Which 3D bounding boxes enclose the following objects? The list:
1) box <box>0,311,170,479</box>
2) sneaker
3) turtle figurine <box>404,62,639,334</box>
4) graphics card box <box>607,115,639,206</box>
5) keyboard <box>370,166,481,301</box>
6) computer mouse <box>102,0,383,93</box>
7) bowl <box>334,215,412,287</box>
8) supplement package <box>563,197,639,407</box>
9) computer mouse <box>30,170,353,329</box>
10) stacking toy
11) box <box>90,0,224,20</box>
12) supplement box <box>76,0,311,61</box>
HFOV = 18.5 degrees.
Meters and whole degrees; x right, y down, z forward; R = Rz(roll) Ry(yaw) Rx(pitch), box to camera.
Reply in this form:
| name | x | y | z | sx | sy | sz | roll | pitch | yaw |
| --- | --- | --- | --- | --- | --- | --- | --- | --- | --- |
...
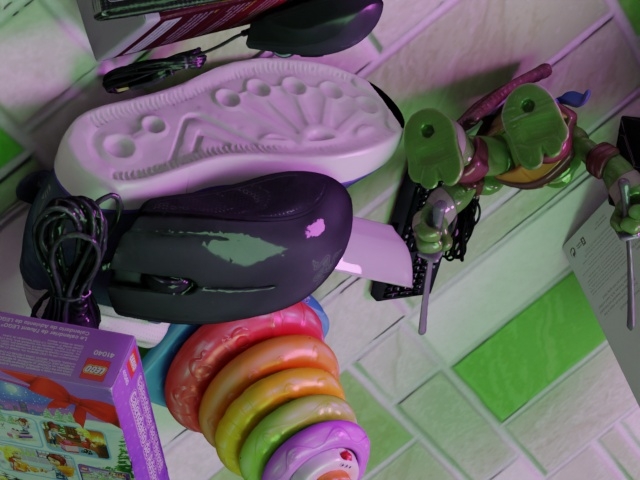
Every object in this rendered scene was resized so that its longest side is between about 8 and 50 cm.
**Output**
| name | x | y | z | sx | sy | sz | roll | pitch | yaw |
| --- | --- | --- | --- | --- | --- | --- | --- | --- | --- |
| box | -0.276 | 0.133 | 1.573 | 0.293 | 0.057 | 0.201 | 9 | 141 | 14 |
| sneaker | -0.101 | -0.020 | 1.657 | 0.323 | 0.130 | 0.236 | -13 | 145 | -32 |
| turtle figurine | 0.181 | -0.026 | 1.722 | 0.274 | 0.198 | 0.266 | -67 | 156 | -1 |
| graphics card box | 0.476 | -0.040 | 1.780 | 0.371 | 0.233 | 0.094 | 4 | 98 | -20 |
| keyboard | 0.114 | -0.013 | 1.886 | 0.100 | 0.038 | 0.192 | -12 | 137 | -28 |
| computer mouse | -0.060 | -0.144 | 1.526 | 0.242 | 0.041 | 0.071 | -15 | -178 | 25 |
| bowl | 0.000 | 0.000 | 1.746 | 0.142 | 0.142 | 0.053 | 11 | 89 | -45 |
| supplement package | 0.414 | 0.055 | 1.962 | 0.198 | 0.262 | 0.199 | -12 | 157 | -28 |
| computer mouse | -0.088 | 0.025 | 1.546 | 0.272 | 0.072 | 0.188 | -14 | 138 | -21 |
| stacking toy | -0.022 | 0.182 | 1.767 | 0.166 | 0.302 | 0.175 | -47 | 140 | 13 |
| box | -0.082 | -0.259 | 1.365 | 0.184 | 0.045 | 0.190 | -10 | 95 | -14 |
| supplement box | -0.052 | -0.206 | 1.481 | 0.239 | 0.073 | 0.130 | -16 | 178 | -24 |
